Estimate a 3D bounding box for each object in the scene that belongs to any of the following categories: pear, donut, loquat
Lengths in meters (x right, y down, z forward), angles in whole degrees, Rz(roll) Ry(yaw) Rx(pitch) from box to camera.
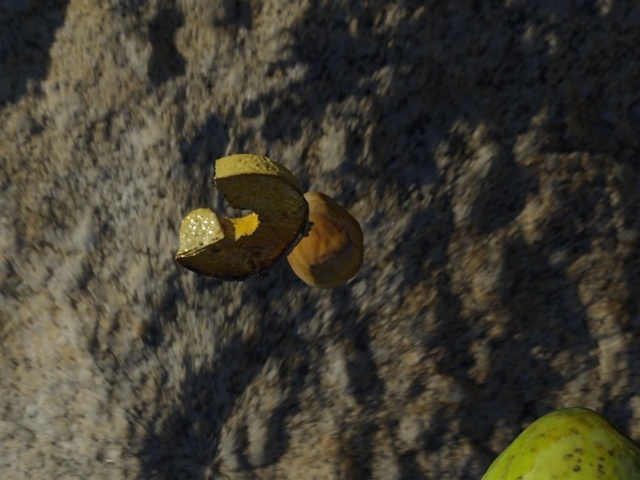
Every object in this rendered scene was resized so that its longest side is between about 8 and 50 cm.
[{"bbox_3d":[0.238,0.273,1.082,0.292,0.159,0.292,1,87,-19],"label":"pear"},{"bbox_3d":[-0.089,-0.030,1.564,0.146,0.181,0.078,12,38,-21],"label":"donut"},{"bbox_3d":[0.000,0.000,1.741,0.113,0.137,0.137,-28,83,17],"label":"loquat"}]
